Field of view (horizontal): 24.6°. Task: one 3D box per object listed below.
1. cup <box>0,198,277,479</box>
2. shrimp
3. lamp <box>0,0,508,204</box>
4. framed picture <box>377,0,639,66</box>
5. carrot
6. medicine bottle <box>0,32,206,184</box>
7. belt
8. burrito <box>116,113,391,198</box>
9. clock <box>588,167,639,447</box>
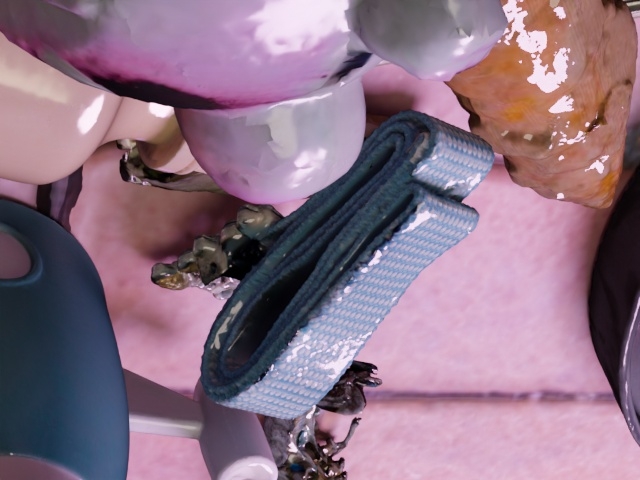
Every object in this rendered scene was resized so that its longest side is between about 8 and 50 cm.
[{"bbox_3d":[-0.161,0.096,0.668,0.300,0.173,0.167,6,125,-24],"label":"cup"},{"bbox_3d":[-0.006,0.133,0.839,0.082,0.076,0.174,-36,141,-49],"label":"shrimp"},{"bbox_3d":[-0.028,-0.153,0.416,0.247,0.247,0.301,-28,174,-36],"label":"lamp"},{"bbox_3d":[0.078,-0.146,0.660,0.183,0.011,0.142,-11,131,-4],"label":"framed picture"},{"bbox_3d":[0.086,-0.091,0.653,0.102,0.102,0.263,-32,135,5],"label":"carrot"},{"bbox_3d":[-0.127,-0.082,0.582,0.252,0.114,0.114,14,120,-28],"label":"medicine bottle"},{"bbox_3d":[0.004,0.001,0.685,0.065,0.100,0.179,18,126,-42],"label":"belt"},{"bbox_3d":[-0.018,-0.043,0.702,0.171,0.042,0.051,3,130,-25],"label":"burrito"},{"bbox_3d":[0.311,0.015,0.849,0.325,0.067,0.325,-10,128,-13],"label":"clock"}]
